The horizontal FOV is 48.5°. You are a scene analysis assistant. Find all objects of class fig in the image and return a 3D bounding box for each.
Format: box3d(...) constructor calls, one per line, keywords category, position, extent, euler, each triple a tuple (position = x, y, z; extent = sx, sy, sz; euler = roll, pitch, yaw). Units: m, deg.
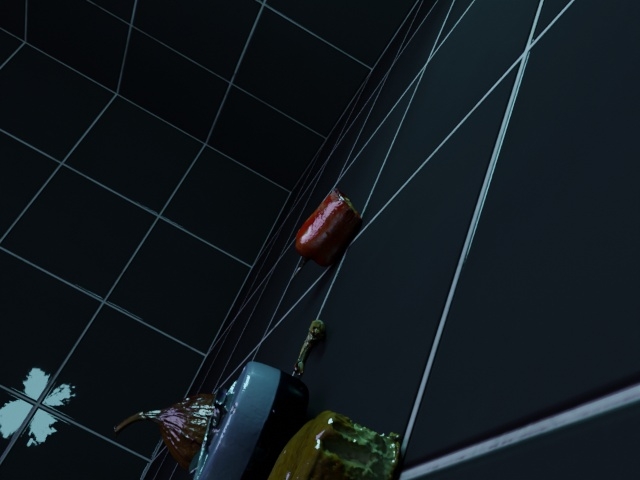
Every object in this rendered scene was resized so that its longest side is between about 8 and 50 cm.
box3d(category="fig", position=(-0.237, 0.313, 1.210), extent=(0.146, 0.201, 0.133), euler=(130, 159, -86))

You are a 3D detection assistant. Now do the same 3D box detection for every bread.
box3d(category="bread", position=(-0.005, 0.197, 0.520), extent=(0.128, 0.069, 0.140), euler=(-53, 9, 53))

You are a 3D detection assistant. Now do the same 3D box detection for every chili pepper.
box3d(category="chili pepper", position=(0.000, 0.000, 1.231), extent=(0.192, 0.084, 0.086), euler=(-53, -7, 22))

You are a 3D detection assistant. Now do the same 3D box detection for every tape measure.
box3d(category="tape measure", position=(-0.085, 0.231, 0.818), extent=(0.182, 0.107, 0.180), euler=(-97, 31, -83))

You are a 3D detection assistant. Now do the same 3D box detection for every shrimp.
box3d(category="shrimp", position=(-0.015, 0.148, 0.984), extent=(0.114, 0.023, 0.083), euler=(127, 168, -80))
